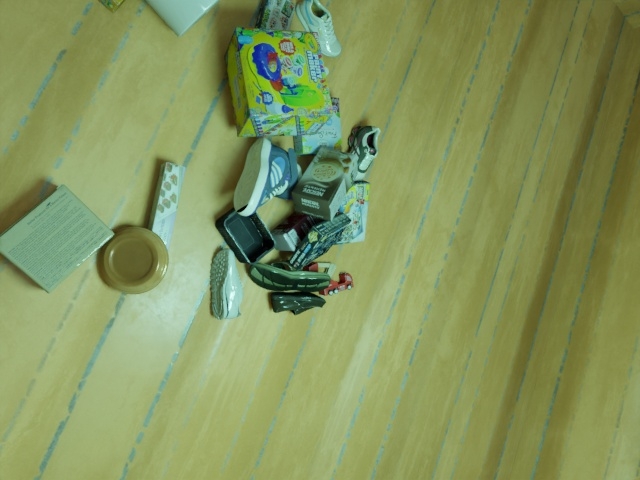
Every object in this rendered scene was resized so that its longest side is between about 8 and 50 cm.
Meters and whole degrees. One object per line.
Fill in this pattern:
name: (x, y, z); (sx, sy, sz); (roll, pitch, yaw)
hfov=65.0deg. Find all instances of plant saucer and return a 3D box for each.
plant saucer: (-0.546, 0.057, 1.463); (0.200, 0.037, 0.200); (0, 85, -4)

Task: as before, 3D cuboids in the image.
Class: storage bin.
storage bin: (-0.250, -0.021, 1.679); (0.122, 0.084, 0.180); (-40, 112, -26)

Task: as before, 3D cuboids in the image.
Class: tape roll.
tape roll: (-0.390, -0.747, 1.479); (0.169, 0.246, 0.246); (48, 67, -25)

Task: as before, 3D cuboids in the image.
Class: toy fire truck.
toy fire truck: (0.033, 0.135, 1.885); (0.192, 0.047, 0.135); (-13, 99, -31)

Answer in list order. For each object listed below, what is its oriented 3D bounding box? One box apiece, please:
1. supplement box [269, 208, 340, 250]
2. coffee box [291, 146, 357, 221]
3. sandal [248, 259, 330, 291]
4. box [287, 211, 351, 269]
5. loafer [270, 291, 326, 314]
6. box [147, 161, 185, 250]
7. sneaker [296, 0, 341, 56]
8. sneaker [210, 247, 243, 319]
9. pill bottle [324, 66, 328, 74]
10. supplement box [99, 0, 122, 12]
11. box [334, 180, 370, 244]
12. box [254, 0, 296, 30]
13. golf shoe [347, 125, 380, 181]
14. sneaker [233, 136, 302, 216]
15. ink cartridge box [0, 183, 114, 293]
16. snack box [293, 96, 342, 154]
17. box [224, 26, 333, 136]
supplement box: (-0.060, -0.062, 1.773); (0.239, 0.130, 0.073); (-41, 111, -26)
coffee box: (0.020, -0.198, 1.730); (0.098, 0.141, 0.246); (83, 29, -50)
sandal: (-0.110, 0.119, 1.764); (0.302, 0.120, 0.086); (10, 52, -26)
box: (0.000, 0.000, 1.747); (0.051, 0.175, 0.220); (44, 33, 11)
loafer: (-0.084, 0.228, 1.803); (0.220, 0.080, 0.078); (6, 97, -28)
box: (-0.483, -0.076, 1.539); (0.063, 0.067, 0.324); (14, 83, -32)
sneaker: (0.005, -0.771, 1.823); (0.229, 0.092, 0.087); (50, 65, -25)
sneaker: (-0.302, 0.142, 1.659); (0.094, 0.090, 0.235); (0, 95, -45)
pill bottle: (-0.005, -0.604, 1.823); (0.043, 0.083, 0.043); (-1, 92, -33)
supplement box: (-0.559, -0.781, 1.468); (0.080, 0.078, 0.233); (37, 71, -28)
box: (0.101, -0.104, 1.885); (0.159, 0.044, 0.233); (-7, 112, -31)
box: (-0.164, -0.753, 1.747); (0.114, 0.036, 0.207); (20, 80, -31)
golf shoe: (0.151, -0.310, 1.912); (0.105, 0.120, 0.273); (14, 85, -34)
sneaker: (-0.146, -0.171, 1.670); (0.236, 0.130, 0.323); (35, 46, -34)
ink cartridge box: (-0.725, -0.005, 1.370); (0.235, 0.088, 0.193); (-48, 113, -22)
snack box: (-0.012, -0.416, 1.832); (0.174, 0.070, 0.207); (-7, 96, -32)
box: (-0.139, -0.506, 1.630); (0.279, 0.177, 0.290); (-7, 81, -24)
